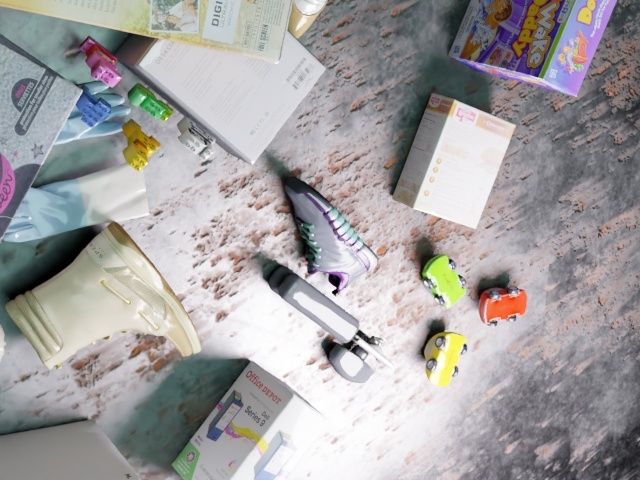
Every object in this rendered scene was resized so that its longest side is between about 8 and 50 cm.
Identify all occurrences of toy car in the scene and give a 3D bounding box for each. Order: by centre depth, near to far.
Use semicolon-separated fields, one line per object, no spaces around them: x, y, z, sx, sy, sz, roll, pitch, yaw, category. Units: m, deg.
0.232;0.107;1.915;0.239;0.053;0.225;-41;123;-14;toy car

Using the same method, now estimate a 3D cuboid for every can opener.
0.019;0.144;1.783;0.093;0.074;0.280;-50;124;-6;can opener

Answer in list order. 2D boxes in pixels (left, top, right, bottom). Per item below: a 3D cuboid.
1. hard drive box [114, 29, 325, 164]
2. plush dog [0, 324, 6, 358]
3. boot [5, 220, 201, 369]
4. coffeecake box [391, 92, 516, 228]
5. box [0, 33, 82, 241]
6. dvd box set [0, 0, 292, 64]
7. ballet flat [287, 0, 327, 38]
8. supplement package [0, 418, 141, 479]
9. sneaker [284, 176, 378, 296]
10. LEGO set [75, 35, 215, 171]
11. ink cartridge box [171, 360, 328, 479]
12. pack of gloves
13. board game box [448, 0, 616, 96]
-0.136;-0.248;1.542;0.232;0.089;0.181;41;83;-35;hard drive box
-0.551;0.128;1.377;0.225;0.210;0.262;-22;119;5;plush dog
-0.300;0.119;1.569;0.203;0.095;0.262;-37;135;-7;boot
0.219;-0.129;1.814;0.142;0.068;0.185;16;98;-34;coffeecake box
-0.422;-0.110;1.320;0.163;0.142;0.247;34;65;-25;box
-0.217;-0.406;1.365;0.420;0.062;0.307;6;100;-27;dvd box set
-0.005;-0.395;1.581;0.080;0.073;0.232;14;99;-34;ballet flat
-0.403;0.371;1.523;0.262;0.204;0.145;-5;110;-30;supplement package
0.000;0.000;1.719;0.098;0.083;0.223;-46;125;-4;sneaker
-0.245;-0.152;1.466;0.087;0.093;0.227;-42;121;17;LEGO set
-0.110;0.313;1.713;0.212;0.154;0.093;-51;123;-6;ink cartridge box
-0.359;-0.108;1.495;0.232;0.046;0.195;-14;102;-30;pack of gloves
0.357;-0.414;1.700;0.078;0.233;0.347;18;96;-35;board game box
